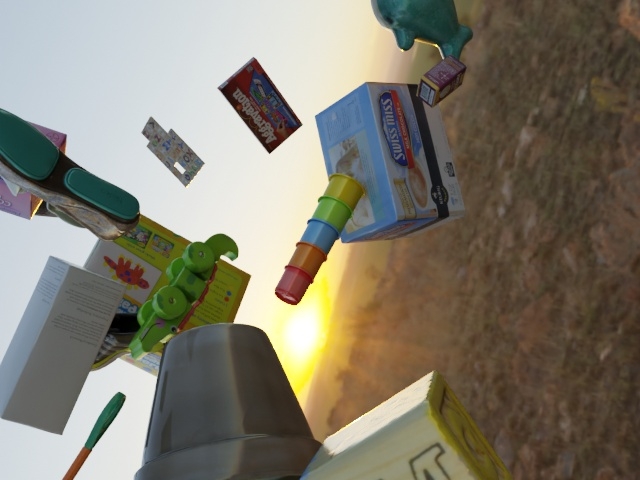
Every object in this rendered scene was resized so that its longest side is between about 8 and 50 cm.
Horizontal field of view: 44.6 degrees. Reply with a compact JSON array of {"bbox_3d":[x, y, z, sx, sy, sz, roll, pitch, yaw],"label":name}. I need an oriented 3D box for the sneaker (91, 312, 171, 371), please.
[{"bbox_3d":[-0.535,0.241,1.977,0.121,0.300,0.111,67,-174,-49],"label":"sneaker"}]

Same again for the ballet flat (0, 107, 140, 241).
[{"bbox_3d":[-0.457,-0.096,1.311,0.106,0.316,0.107,-40,20,38],"label":"ballet flat"}]

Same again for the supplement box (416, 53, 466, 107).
[{"bbox_3d":[0.221,-0.291,1.429,0.083,0.043,0.055,-40,-21,-19],"label":"supplement box"}]

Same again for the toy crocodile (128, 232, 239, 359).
[{"bbox_3d":[-0.282,0.109,1.606,0.115,0.105,0.340,-39,17,46],"label":"toy crocodile"}]

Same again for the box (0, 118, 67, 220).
[{"bbox_3d":[-0.832,-0.206,2.098,0.117,0.214,0.242,115,172,-49],"label":"box"}]

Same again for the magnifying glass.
[{"bbox_3d":[-0.508,0.442,1.751,0.230,0.026,0.092,-60,-4,-6],"label":"magnifying glass"}]

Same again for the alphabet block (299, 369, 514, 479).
[{"bbox_3d":[0.118,0.312,1.003,0.197,0.193,0.192,-35,-3,12],"label":"alphabet block"}]

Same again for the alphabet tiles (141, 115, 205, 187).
[{"bbox_3d":[-0.498,-0.300,2.597,0.009,0.237,0.198,-47,5,-33],"label":"alphabet tiles"}]

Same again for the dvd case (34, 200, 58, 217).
[{"bbox_3d":[-0.810,-0.129,2.456,0.239,0.179,0.029,5,-124,-62],"label":"dvd case"}]

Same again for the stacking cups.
[{"bbox_3d":[0.000,0.000,1.737,0.096,0.096,0.316,101,-167,-64],"label":"stacking cups"}]

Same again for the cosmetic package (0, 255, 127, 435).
[{"bbox_3d":[-0.613,0.235,1.800,0.197,0.155,0.365,13,79,57],"label":"cosmetic package"}]

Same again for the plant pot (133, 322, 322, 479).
[{"bbox_3d":[-0.164,0.306,1.332,0.323,0.324,0.280,102,159,-59],"label":"plant pot"}]

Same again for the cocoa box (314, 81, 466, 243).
[{"bbox_3d":[0.164,-0.187,1.918,0.231,0.228,0.346,-23,76,53],"label":"cocoa box"}]

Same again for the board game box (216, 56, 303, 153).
[{"bbox_3d":[-0.178,-0.404,2.366,0.145,0.281,0.027,-41,41,-3],"label":"board game box"}]

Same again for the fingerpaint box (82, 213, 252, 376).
[{"bbox_3d":[-0.471,0.168,2.235,0.163,0.445,0.371,-41,25,49],"label":"fingerpaint box"}]

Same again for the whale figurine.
[{"bbox_3d":[0.239,-0.503,1.697,0.216,0.272,0.141,-58,24,-15],"label":"whale figurine"}]
